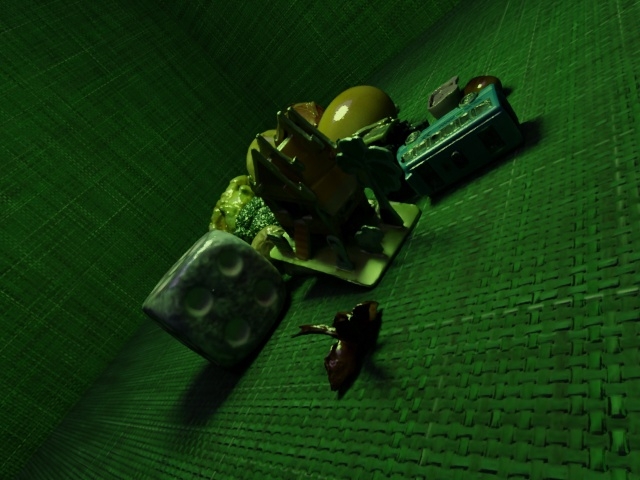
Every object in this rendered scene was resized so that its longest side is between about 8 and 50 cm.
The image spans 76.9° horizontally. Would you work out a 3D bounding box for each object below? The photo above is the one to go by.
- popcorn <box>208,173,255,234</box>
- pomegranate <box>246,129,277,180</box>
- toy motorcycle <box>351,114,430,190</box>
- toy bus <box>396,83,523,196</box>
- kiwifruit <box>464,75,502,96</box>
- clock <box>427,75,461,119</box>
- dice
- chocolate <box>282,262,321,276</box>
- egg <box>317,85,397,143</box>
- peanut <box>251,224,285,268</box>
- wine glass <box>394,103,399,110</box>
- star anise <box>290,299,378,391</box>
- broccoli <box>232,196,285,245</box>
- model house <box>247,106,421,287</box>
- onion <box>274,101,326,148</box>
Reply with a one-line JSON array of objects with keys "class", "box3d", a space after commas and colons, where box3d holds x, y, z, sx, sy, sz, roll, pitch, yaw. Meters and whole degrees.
[{"class": "popcorn", "box3d": [-0.298, -0.089, 1.647, 0.336, 0.278, 0.274, -53, -21, -19]}, {"class": "pomegranate", "box3d": [-0.209, -0.388, 2.011, 0.332, 0.332, 0.333, -40, 18, 16]}, {"class": "toy motorcycle", "box3d": [0.157, -0.236, 1.114, 0.236, 0.169, 0.410, -17, 17, 39]}, {"class": "toy bus", "box3d": [0.285, -0.200, 0.853, 0.246, 0.113, 0.134, -31, 28, 33]}, {"class": "kiwifruit", "box3d": [0.417, -0.388, 1.037, 0.075, 0.075, 0.124, -43, 15, 9]}, {"class": "clock", "box3d": [0.390, -0.440, 1.247, 0.110, 0.050, 0.153, -32, 22, 36]}, {"class": "dice", "box3d": [-0.273, 0.154, 1.063, 0.271, 0.270, 0.270, -55, 19, -26]}, {"class": "chocolate", "box3d": [0.000, 0.000, 1.093, 0.303, 0.100, 0.185, -12, 34, 55]}, {"class": "egg", "box3d": [0.118, -0.369, 1.380, 0.323, 0.250, 0.250, -52, 16, 11]}, {"class": "peanut", "box3d": [-0.149, 0.030, 1.133, 0.100, 0.099, 0.214, -55, -4, -28]}, {"class": "wine glass", "box3d": [0.306, -0.539, 1.681, 0.042, 0.039, 0.083, -30, 19, 46]}, {"class": "star anise", "box3d": [0.016, 0.146, 0.681, 0.158, 0.144, 0.141, -16, -53, -64]}, {"class": "broccoli", "box3d": [-0.147, -0.040, 1.333, 0.269, 0.261, 0.242, -78, -3, -52]}, {"class": "model house", "box3d": [-0.006, -0.101, 0.847, 0.357, 0.313, 0.243, 16, 61, 43]}, {"class": "onion", "box3d": [-0.047, -0.386, 1.645, 0.353, 0.353, 0.354, -40, 18, 16]}]
